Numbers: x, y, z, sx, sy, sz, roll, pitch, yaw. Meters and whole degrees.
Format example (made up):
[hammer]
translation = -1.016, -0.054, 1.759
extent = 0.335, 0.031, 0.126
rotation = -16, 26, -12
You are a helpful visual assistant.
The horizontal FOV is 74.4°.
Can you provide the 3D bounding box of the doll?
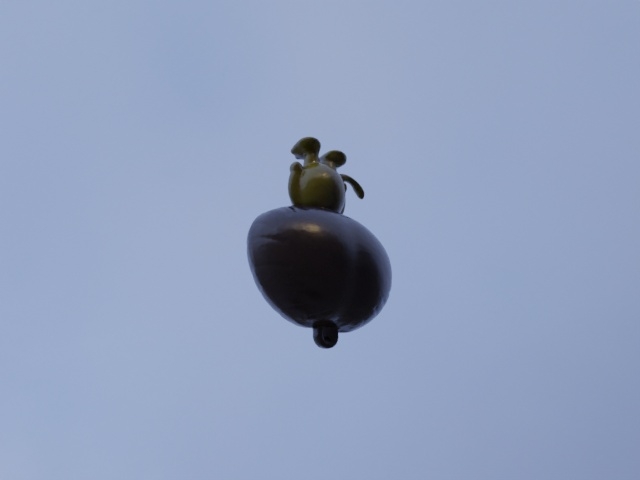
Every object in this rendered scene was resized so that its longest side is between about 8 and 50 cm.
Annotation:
[doll]
translation = 0.007, 0.002, 0.393
extent = 0.145, 0.188, 0.096
rotation = 40, -44, -25
